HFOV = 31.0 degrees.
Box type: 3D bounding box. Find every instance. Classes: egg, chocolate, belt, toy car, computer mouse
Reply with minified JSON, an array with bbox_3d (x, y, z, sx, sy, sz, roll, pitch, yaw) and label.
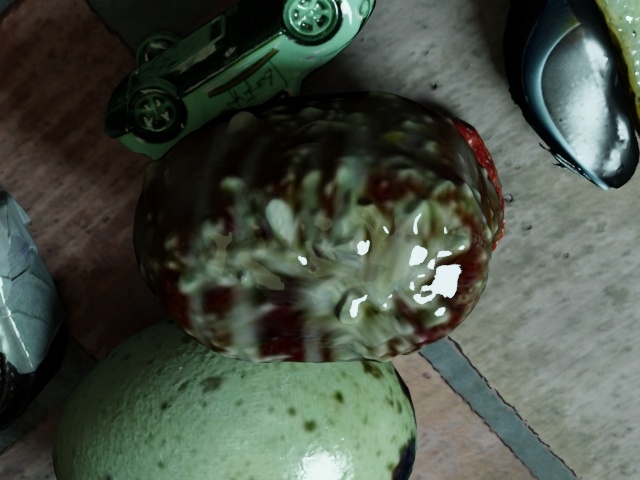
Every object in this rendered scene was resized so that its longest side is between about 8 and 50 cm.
[{"bbox_3d":[-0.089,0.209,1.191,0.379,0.288,0.288,-15,110,13],"label":"egg"},{"bbox_3d":[0.000,0.000,1.005,0.340,0.210,0.225,-3,111,3],"label":"chocolate"},{"bbox_3d":[-0.388,0.067,1.223,0.184,0.164,0.289,-9,111,17],"label":"belt"},{"bbox_3d":[-0.067,-0.173,1.119,0.305,0.136,0.125,-28,121,13],"label":"toy car"},{"bbox_3d":[0.230,-0.150,1.099,0.096,0.137,0.233,-19,111,7],"label":"computer mouse"}]

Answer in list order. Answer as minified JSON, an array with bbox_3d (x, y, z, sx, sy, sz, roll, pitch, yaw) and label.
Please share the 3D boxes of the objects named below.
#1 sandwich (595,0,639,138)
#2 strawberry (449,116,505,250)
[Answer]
[{"bbox_3d":[0.390,-0.242,1.074,0.273,0.095,0.249,-23,105,14],"label":"sandwich"},{"bbox_3d":[0.134,-0.038,1.164,0.131,0.131,0.148,28,110,-7],"label":"strawberry"}]
